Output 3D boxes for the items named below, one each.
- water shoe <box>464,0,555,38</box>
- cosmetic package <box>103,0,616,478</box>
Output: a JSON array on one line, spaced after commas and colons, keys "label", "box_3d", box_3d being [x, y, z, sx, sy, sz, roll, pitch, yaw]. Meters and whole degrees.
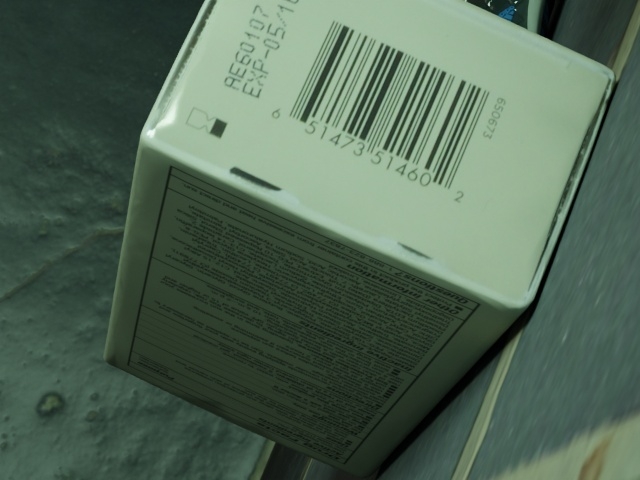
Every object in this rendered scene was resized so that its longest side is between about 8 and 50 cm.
[{"label": "water shoe", "box_3d": [0.099, -0.101, 0.965, 0.203, 0.073, 0.080, -67, -25, -19]}, {"label": "cosmetic package", "box_3d": [0.000, 0.000, 0.769, 0.309, 0.160, 0.113, 119, 175, -69]}]
